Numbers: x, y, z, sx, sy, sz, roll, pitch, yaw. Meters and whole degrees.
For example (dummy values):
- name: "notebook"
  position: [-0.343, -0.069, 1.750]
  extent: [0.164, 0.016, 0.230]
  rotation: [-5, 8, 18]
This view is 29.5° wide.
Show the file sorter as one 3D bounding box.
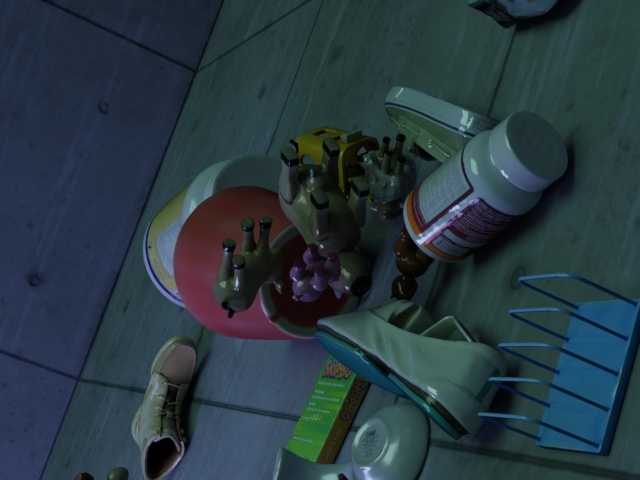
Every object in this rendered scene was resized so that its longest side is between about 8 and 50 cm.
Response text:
- name: "file sorter"
  position: [0.255, 0.129, 1.301]
  extent: [0.118, 0.104, 0.170]
  rotation: [-11, 57, 65]

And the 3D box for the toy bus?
- name: "toy bus"
  position: [0.050, -0.126, 1.960]
  extent: [0.191, 0.202, 0.104]
  rotation: [-89, -6, -67]

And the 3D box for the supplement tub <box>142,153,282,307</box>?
- name: "supplement tub"
  position: [-0.183, -0.016, 2.355]
  extent: [0.331, 0.241, 0.241]
  rotation: [-33, 39, 56]

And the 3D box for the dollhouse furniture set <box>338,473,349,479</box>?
- name: "dollhouse furniture set"
  position: [-0.026, 0.399, 1.547]
  extent: [0.201, 0.152, 0.374]
  rotation: [-40, 13, -11]

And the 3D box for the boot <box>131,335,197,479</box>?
- name: "boot"
  position: [-0.311, 0.344, 2.488]
  extent: [0.262, 0.095, 0.203]
  rotation: [-64, 20, 12]

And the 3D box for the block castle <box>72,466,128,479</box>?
- name: "block castle"
  position: [-0.231, 0.538, 1.721]
  extent: [0.213, 0.303, 0.453]
  rotation: [-45, 28, -3]

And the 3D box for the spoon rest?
- name: "spoon rest"
  position: [0.053, 0.302, 1.683]
  extent: [0.276, 0.084, 0.137]
  rotation: [-21, 48, 45]

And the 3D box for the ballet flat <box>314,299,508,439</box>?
- name: "ballet flat"
  position: [0.125, 0.149, 1.608]
  extent: [0.139, 0.139, 0.400]
  rotation: [-66, 24, 0]

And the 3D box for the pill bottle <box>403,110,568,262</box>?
- name: "pill bottle"
  position: [0.215, -0.069, 1.591]
  extent: [0.221, 0.121, 0.121]
  rotation: [-42, 31, 47]

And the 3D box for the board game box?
- name: "board game box"
  position: [0.011, 0.266, 1.861]
  extent: [0.259, 0.039, 0.124]
  rotation: [-68, 21, 4]

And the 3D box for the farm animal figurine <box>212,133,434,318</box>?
- name: "farm animal figurine"
  position: [0.000, 0.000, 1.764]
  extent: [0.172, 0.330, 0.327]
  rotation: [97, 167, -45]

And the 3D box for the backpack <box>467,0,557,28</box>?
- name: "backpack"
  position: [0.291, -0.403, 1.739]
  extent: [0.166, 0.144, 0.188]
  rotation: [-62, 23, -4]

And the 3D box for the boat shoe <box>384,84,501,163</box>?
- name: "boat shoe"
  position: [0.166, -0.170, 1.847]
  extent: [0.094, 0.109, 0.302]
  rotation: [-67, 23, 5]

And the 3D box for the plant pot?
- name: "plant pot"
  position: [-0.073, 0.050, 2.010]
  extent: [0.243, 0.275, 0.275]
  rotation: [12, 79, 59]
